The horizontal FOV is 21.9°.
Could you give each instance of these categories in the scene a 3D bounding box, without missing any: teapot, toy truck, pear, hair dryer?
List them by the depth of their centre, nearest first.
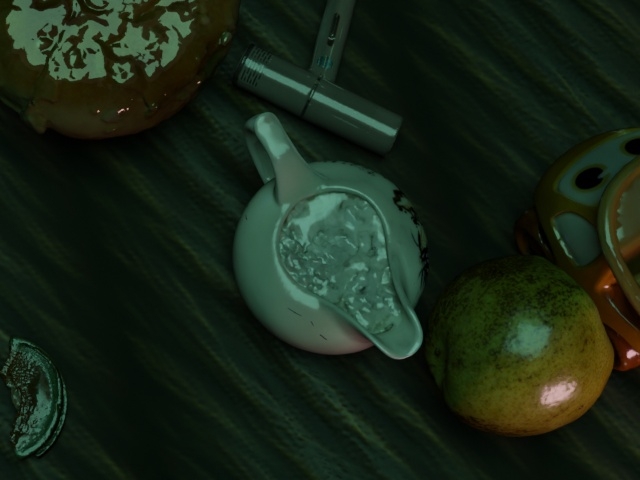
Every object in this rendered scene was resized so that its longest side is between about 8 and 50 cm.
[{"bbox_3d":[0.198,0.116,1.725,0.197,0.197,0.197,1,74,-5],"label":"pear"},{"bbox_3d":[0.360,0.008,1.759,0.204,0.211,0.288,-32,83,-14],"label":"toy truck"},{"bbox_3d":[0.000,0.000,1.760,0.208,0.166,0.300,-34,90,-2],"label":"teapot"},{"bbox_3d":[0.034,-0.224,1.885,0.195,0.054,0.220,27,67,2],"label":"hair dryer"}]

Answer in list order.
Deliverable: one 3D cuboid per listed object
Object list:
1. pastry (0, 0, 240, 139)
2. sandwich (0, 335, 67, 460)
[{"bbox_3d":[-0.238,-0.251,1.790,0.284,0.184,0.316,44,74,-4],"label":"pastry"},{"bbox_3d":[-0.302,0.162,1.744,0.067,0.029,0.135,-11,75,-9],"label":"sandwich"}]
